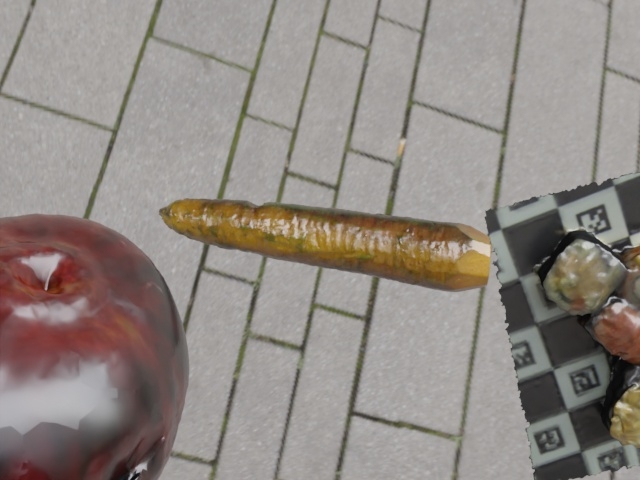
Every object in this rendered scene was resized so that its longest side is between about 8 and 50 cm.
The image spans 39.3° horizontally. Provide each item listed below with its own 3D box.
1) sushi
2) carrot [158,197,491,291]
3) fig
[{"bbox_3d":[0.177,0.061,0.497,0.139,0.031,0.201,-14,114,4],"label":"sushi"},{"bbox_3d":[0.000,0.000,0.835,0.314,0.066,0.066,7,70,5],"label":"carrot"},{"bbox_3d":[-0.175,0.112,0.480,0.186,0.250,0.203,29,29,17],"label":"fig"}]
